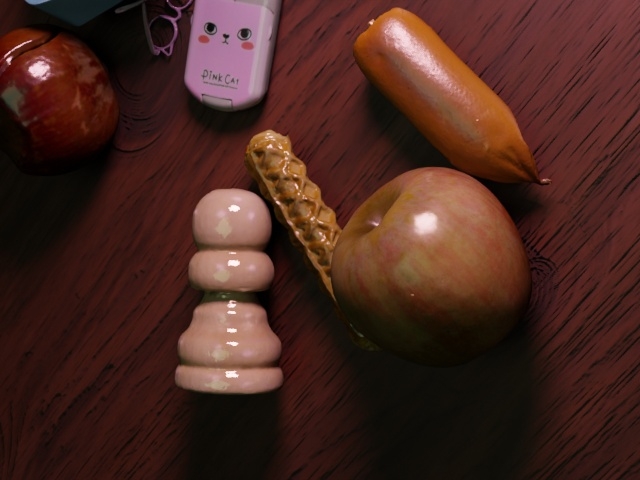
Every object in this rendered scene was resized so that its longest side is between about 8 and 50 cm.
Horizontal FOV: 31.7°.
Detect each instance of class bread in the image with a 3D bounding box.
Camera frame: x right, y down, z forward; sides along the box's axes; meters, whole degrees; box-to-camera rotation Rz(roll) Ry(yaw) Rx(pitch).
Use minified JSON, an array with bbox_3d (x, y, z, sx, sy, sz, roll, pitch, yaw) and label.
[{"bbox_3d":[0.000,0.000,1.641,0.084,0.077,0.367,-36,81,24],"label":"bread"}]

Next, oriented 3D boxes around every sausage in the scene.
[{"bbox_3d":[0.179,-0.179,1.521,0.328,0.112,0.112,47,113,12],"label":"sausage"}]

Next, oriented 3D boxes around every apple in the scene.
[{"bbox_3d":[0.149,0.038,1.489,0.234,0.257,0.257,39,114,-16],"label":"apple"}]

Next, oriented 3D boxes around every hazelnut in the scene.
[{"bbox_3d":[-0.432,-0.221,1.776,0.218,0.218,0.234,-20,106,26],"label":"hazelnut"}]

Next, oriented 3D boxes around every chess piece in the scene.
[{"bbox_3d":[-0.134,0.072,1.677,0.167,0.167,0.299,2,93,26],"label":"chess piece"}]

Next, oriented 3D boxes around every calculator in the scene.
[{"bbox_3d":[-0.129,-0.316,1.687,0.141,0.045,0.246,16,102,23],"label":"calculator"}]

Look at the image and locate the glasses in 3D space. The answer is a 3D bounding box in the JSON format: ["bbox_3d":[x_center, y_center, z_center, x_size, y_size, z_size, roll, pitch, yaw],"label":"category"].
[{"bbox_3d":[-0.251,-0.352,1.708,0.062,0.104,0.140,34,106,21],"label":"glasses"}]

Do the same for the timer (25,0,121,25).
[{"bbox_3d":[-0.329,-0.468,1.685,0.250,0.091,0.232,-18,65,34],"label":"timer"}]
